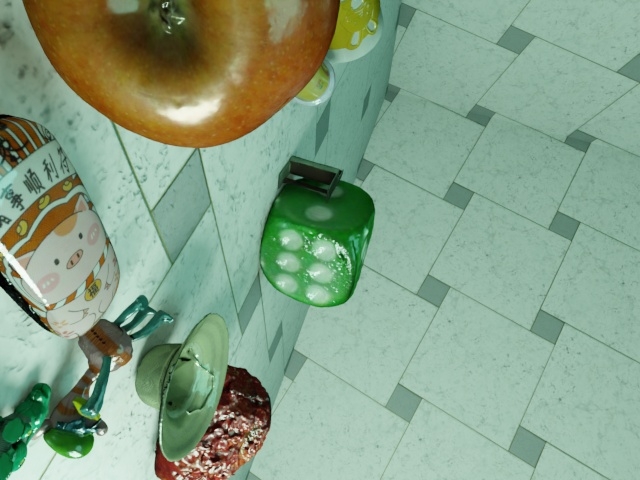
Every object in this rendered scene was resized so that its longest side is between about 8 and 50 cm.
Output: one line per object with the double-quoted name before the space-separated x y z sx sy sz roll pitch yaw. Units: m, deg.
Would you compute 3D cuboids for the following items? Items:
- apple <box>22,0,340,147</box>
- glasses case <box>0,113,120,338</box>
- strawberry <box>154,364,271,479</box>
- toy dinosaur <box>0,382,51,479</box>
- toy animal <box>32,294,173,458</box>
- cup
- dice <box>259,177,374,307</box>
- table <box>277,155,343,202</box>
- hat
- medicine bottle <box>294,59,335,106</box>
"apple" -0.109 -0.208 0.375 0.206 0.252 0.271 -76 -169 -54
"glasses case" -0.261 0.003 0.446 0.266 0.067 0.103 97 12 -53
"strawberry" -0.220 0.391 0.994 0.274 0.221 0.274 15 90 -85
"toy dinosaur" -0.331 0.219 0.495 0.096 0.059 0.132 119 -11 -73
"toy animal" -0.273 0.167 0.589 0.103 0.100 0.208 2 -124 54
"cup" 0.012 -0.489 0.965 0.241 0.185 0.226 -41 163 -2
"dice" 0.000 0.000 1.392 0.300 0.287 0.297 -64 169 -49
"table" -0.022 -0.191 1.337 0.175 0.146 0.062 -64 168 -47
"hat" -0.257 0.238 0.807 0.252 0.110 0.251 9 90 -79
"medicine bottle" -0.072 -0.316 0.810 0.426 0.108 0.108 -30 137 -73
